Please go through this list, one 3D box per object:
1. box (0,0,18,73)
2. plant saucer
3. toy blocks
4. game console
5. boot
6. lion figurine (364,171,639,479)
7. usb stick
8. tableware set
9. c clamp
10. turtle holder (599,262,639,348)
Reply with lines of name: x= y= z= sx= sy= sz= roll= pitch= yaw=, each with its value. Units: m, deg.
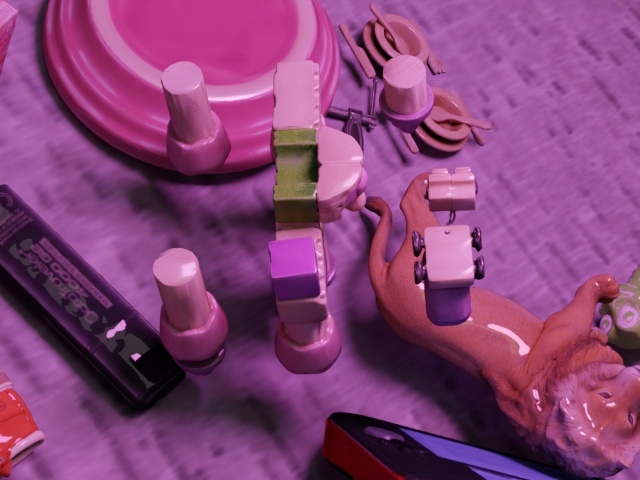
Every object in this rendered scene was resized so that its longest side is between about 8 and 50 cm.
box: x=-0.452 y=-0.146 z=1.642 sx=0.154 sy=0.142 sz=0.300 roll=37 pitch=53 yaw=4
plant saucer: x=-0.135 y=-0.230 z=1.847 sx=0.332 sy=0.084 sz=0.332 roll=8 pitch=56 yaw=-12
toy blocks: x=0.000 y=0.000 z=1.659 sx=0.309 sy=0.260 sz=0.289 roll=-3 pitch=56 yaw=4
game console: x=0.208 y=0.241 z=1.565 sx=0.386 sy=0.342 sz=0.060 roll=15 pitch=86 yaw=-12
boot: x=-0.324 y=0.192 z=1.533 sx=0.158 sy=0.059 sz=0.085 roll=-34 pitch=81 yaw=-36
lion figurine: x=0.172 y=0.090 z=1.726 sx=0.392 sy=0.142 sz=0.240 roll=25 pitch=40 yaw=15
usb stick: x=-0.247 y=0.054 z=1.660 sx=0.278 sy=0.045 sz=0.077 roll=44 pitch=61 yaw=8
tableware set: x=0.118 y=-0.190 z=1.956 sx=0.128 sy=0.039 sz=0.194 roll=-10 pitch=63 yaw=-41
c clamp: x=-0.008 y=-0.135 z=1.899 sx=0.160 sy=0.022 sz=0.137 roll=9 pitch=61 yaw=-19
turtle holder: x=0.489 y=0.105 z=1.814 sx=0.320 sy=0.243 sz=0.227 roll=31 pitch=69 yaw=-12
